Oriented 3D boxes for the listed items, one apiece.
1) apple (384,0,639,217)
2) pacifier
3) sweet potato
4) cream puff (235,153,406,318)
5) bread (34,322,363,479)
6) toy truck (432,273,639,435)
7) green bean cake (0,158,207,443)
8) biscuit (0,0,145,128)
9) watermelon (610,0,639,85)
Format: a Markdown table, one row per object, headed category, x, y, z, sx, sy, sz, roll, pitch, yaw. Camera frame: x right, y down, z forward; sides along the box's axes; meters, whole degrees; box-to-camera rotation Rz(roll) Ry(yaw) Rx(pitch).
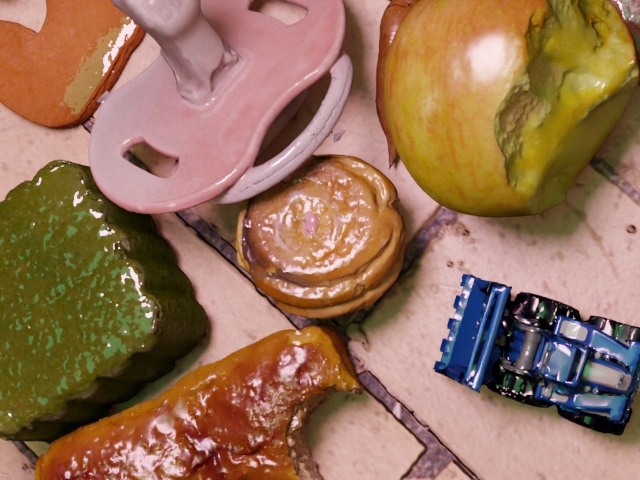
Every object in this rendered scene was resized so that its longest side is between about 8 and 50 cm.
| category | x | y | z | sx | sy | sz | roll | pitch | yaw |
| --- | --- | --- | --- | --- | --- | --- | --- | --- | --- |
| apple | 0.183 | -0.136 | 1.367 | 0.246 | 0.246 | 0.226 | 4 | 96 | 18 |
| pacifier | -0.119 | -0.177 | 1.472 | 0.273 | 0.220 | 0.332 | 42 | 77 | -12 |
| sweet potato | 0.082 | -0.172 | 1.504 | 0.056 | 0.056 | 0.195 | 8 | 91 | 19 |
| cream puff | 0.000 | 0.000 | 1.471 | 0.189 | 0.129 | 0.189 | -7 | 65 | 15 |
| bread | -0.120 | 0.235 | 1.500 | 0.380 | 0.109 | 0.185 | -28 | 76 | 12 |
| toy truck | 0.213 | 0.111 | 1.392 | 0.208 | 0.126 | 0.113 | 17 | 90 | 20 |
| green bean cake | -0.283 | 0.068 | 1.542 | 0.250 | 0.156 | 0.247 | -36 | 75 | 12 |
| biscuit | -0.312 | -0.234 | 1.648 | 0.186 | 0.036 | 0.192 | 37 | 95 | 20 |
| watermelon | 0.315 | -0.251 | 1.429 | 0.139 | 0.071 | 0.187 | -42 | 73 | 5 |
